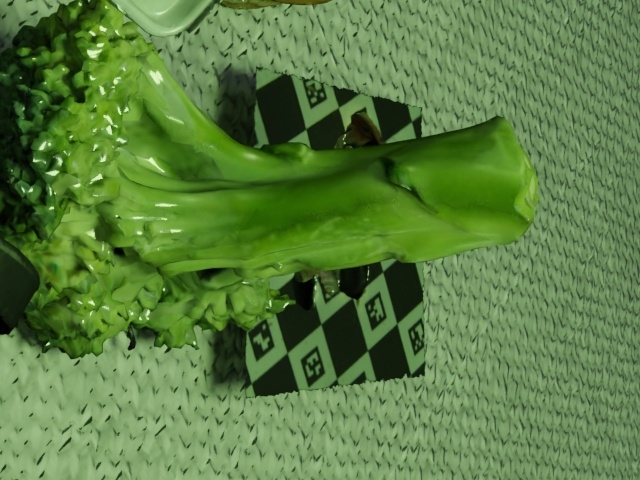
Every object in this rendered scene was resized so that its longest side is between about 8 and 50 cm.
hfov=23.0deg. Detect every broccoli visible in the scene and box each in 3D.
[{"bbox_3d":[-0.078,-0.044,1.113,0.353,0.397,0.274,-4,91,-47],"label":"broccoli"}]

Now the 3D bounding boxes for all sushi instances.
[{"bbox_3d":[0.000,0.000,1.499,0.294,0.059,0.292,5,84,-55],"label":"sushi"}]

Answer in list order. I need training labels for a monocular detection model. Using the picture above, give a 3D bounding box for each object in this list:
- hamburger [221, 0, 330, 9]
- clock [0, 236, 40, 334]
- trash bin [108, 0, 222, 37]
[{"bbox_3d":[-0.030,-0.329,1.409,0.286,0.146,0.243,-13,106,-56],"label":"hamburger"},{"bbox_3d":[-0.271,0.007,1.011,0.184,0.184,0.040,42,62,-45],"label":"clock"},{"bbox_3d":[-0.157,-0.297,0.998,0.256,0.367,0.296,-46,140,1],"label":"trash bin"}]
